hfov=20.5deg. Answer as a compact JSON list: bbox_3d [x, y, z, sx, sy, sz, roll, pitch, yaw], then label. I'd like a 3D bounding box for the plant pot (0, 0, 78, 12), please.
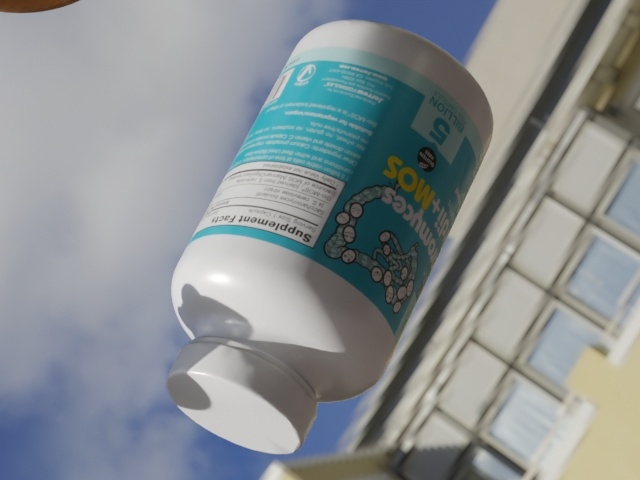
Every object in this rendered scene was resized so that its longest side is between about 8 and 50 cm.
[{"bbox_3d":[-0.284,-0.351,1.660,0.291,0.203,0.291,-8,-36,-6],"label":"plant pot"}]

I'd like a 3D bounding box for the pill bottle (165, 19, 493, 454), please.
[{"bbox_3d":[0.000,0.000,1.121,0.146,0.146,0.264,73,-142,-56],"label":"pill bottle"}]
